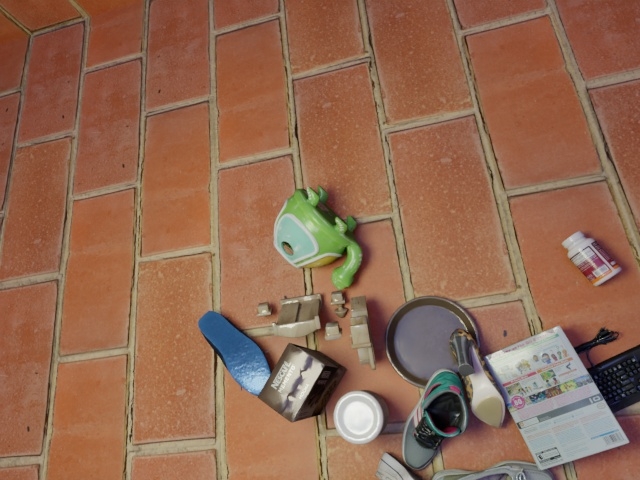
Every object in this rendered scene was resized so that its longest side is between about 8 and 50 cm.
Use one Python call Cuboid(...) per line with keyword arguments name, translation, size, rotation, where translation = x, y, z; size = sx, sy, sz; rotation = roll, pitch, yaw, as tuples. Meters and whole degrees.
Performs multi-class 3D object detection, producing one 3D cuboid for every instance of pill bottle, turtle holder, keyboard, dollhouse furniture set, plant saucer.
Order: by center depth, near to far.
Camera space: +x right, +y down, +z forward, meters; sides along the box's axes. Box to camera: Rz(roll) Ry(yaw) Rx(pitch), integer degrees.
Cuboid(name="keyboard", translation=(0.762, 0.363, 1.225), size=(0.317, 0.033, 0.201), rotation=(-28, 67, 4))
Cuboid(name="pill bottle", translation=(0.122, 0.484, 1.245), size=(0.131, 0.229, 0.131), rotation=(-4, 72, 13))
Cuboid(name="pill bottle", translation=(0.777, 0.050, 1.293), size=(0.086, 0.086, 0.152), rotation=(-33, 67, 2))
Cuboid(name="dollhouse furniture set", translation=(-0.026, 0.293, 1.336), size=(0.356, 0.303, 0.173), rotation=(-10, 102, 5))
Cuboid(name="plant saucer", translation=(0.334, 0.306, 1.351), size=(0.278, 0.041, 0.277), rotation=(-5, 71, 14))
Cuboid(name="turtle holder", translation=(-0.005, -0.010, 1.465), size=(0.320, 0.243, 0.227), rotation=(41, 104, -16))

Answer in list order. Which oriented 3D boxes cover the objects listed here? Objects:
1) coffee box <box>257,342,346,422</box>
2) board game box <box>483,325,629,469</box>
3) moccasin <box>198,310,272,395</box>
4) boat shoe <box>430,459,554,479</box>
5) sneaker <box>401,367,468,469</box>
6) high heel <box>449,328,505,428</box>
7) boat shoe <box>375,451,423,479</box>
Cuboid(name="coffee box", translation=(-0.041, 0.403, 1.277), size=(0.119, 0.297, 0.168), rotation=(28, 81, 21))
Cuboid(name="board game box", translation=(0.607, 0.408, 1.185), size=(0.224, 0.098, 0.303), rotation=(-31, 67, 21))
Cuboid(name="moccasin", translation=(-0.258, 0.358, 1.453), size=(0.138, 0.116, 0.342), rotation=(-37, 62, -12))
Cuboid(name="boat shoe", translation=(0.450, 0.645, 1.156), size=(0.321, 0.103, 0.118), rotation=(-3, 81, 3))
Cuboid(name="sneaker", translation=(0.305, 0.501, 1.199), size=(0.124, 0.178, 0.295), rotation=(22, 91, 9))
Cuboid(name="high heel", translation=(0.440, 0.375, 1.246), size=(0.093, 0.186, 0.261), rotation=(-24, 108, 20))
Cuboid(name="boat shoe", translation=(0.221, 0.645, 1.168), size=(0.095, 0.258, 0.084), rotation=(36, 78, -8))
